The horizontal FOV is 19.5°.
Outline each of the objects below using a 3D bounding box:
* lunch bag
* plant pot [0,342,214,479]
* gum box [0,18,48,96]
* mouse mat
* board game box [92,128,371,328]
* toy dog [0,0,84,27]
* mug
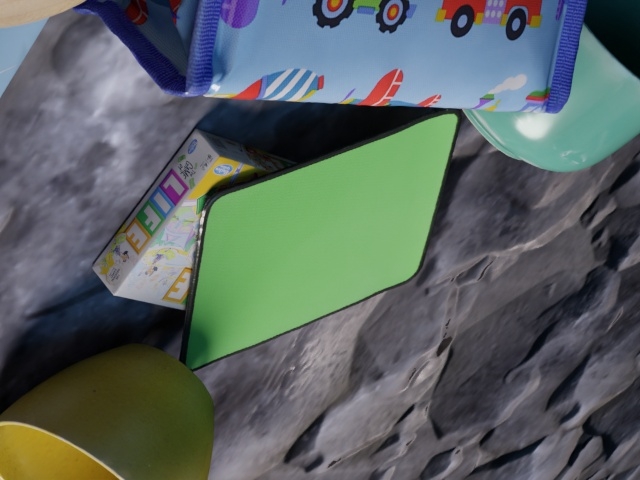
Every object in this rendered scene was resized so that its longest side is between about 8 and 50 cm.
[{"bbox_3d":[0.032,-0.211,0.743,0.221,0.138,0.293,-2,119,-43],"label":"lunch bag"},{"bbox_3d":[-0.116,0.117,1.093,0.095,0.134,0.134,-54,157,-31],"label":"plant pot"},{"bbox_3d":[-0.203,-0.072,0.799,0.157,0.041,0.184,-7,140,-53],"label":"gum box"},{"bbox_3d":[0.000,0.000,1.121,0.189,0.007,0.153,-22,143,-31],"label":"mouse mat"},{"bbox_3d":[-0.049,-0.003,1.097,0.103,0.026,0.154,-52,147,16],"label":"board game box"},{"bbox_3d":[-0.212,-0.139,0.595,0.333,0.220,0.161,-35,161,-17],"label":"toy dog"},{"bbox_3d":[0.140,-0.103,1.084,0.097,0.129,0.157,-39,156,26],"label":"mug"}]
